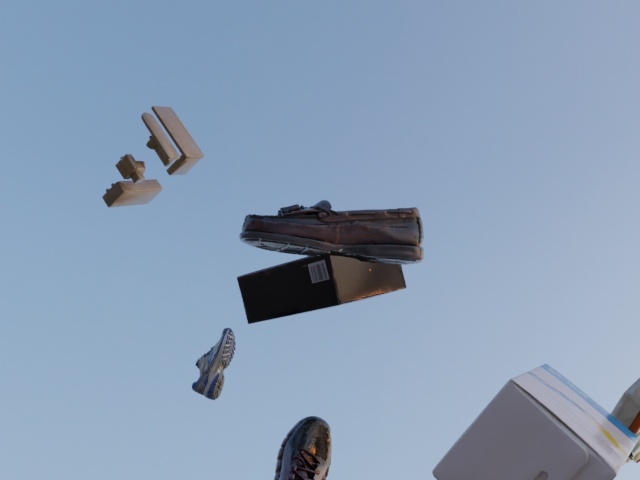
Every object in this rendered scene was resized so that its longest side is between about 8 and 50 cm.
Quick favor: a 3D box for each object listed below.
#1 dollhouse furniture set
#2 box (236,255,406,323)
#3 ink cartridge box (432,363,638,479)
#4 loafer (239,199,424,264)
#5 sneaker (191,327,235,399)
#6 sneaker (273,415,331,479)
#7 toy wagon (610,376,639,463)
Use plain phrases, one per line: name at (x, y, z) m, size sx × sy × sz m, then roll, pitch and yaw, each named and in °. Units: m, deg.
dollhouse furniture set at (-0.340, -0.160, 1.579) m, size 0.151 × 0.123 × 0.144 m, roll -40°, pitch -13°, yaw 26°
box at (0.000, 0.078, 1.566) m, size 0.184 × 0.103 × 0.261 m, roll -13°, pitch -2°, yaw -43°
ink cartridge box at (0.291, 0.287, 1.112) m, size 0.171 × 0.168 × 0.233 m, roll -54°, pitch -22°, yaw 13°
loafer at (0.022, -0.022, 1.320) m, size 0.303 × 0.095 × 0.109 m, roll 7°, pitch -9°, yaw -17°
sneaker at (-0.197, 0.218, 1.514) m, size 0.058 × 0.135 × 0.052 m, roll 11°, pitch -25°, yaw 17°
sneaker at (-0.022, 0.432, 1.452) m, size 0.106 × 0.281 × 0.162 m, roll 31°, pitch -29°, yaw -15°
toy wagon at (0.633, 0.313, 1.552) m, size 0.267 × 0.068 × 0.344 m, roll -42°, pitch -38°, yaw -3°
